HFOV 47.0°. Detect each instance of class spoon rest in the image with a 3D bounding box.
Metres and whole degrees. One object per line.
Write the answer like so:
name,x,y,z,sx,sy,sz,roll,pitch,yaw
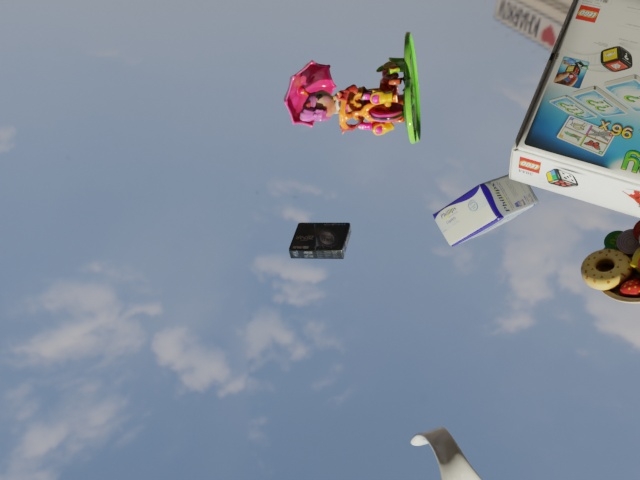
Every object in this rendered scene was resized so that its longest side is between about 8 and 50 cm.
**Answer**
spoon rest,0.212,0.395,1.085,0.137,0.084,0.276,-15,-129,-12

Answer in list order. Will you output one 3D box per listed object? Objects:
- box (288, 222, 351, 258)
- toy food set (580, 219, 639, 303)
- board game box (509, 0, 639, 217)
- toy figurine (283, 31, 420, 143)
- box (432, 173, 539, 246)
box,0.000,0.000,1.110,0.083,0.018,0.067,1,-140,16
toy food set,0.267,0.017,0.613,0.082,0.020,0.083,-46,-146,-9
board game box,0.331,-0.095,0.593,0.305,0.053,0.193,20,-111,18
toy figurine,0.034,-0.164,0.872,0.159,0.130,0.173,-4,-147,12
box,0.298,-0.057,1.324,0.137,0.126,0.072,-19,-102,-40
